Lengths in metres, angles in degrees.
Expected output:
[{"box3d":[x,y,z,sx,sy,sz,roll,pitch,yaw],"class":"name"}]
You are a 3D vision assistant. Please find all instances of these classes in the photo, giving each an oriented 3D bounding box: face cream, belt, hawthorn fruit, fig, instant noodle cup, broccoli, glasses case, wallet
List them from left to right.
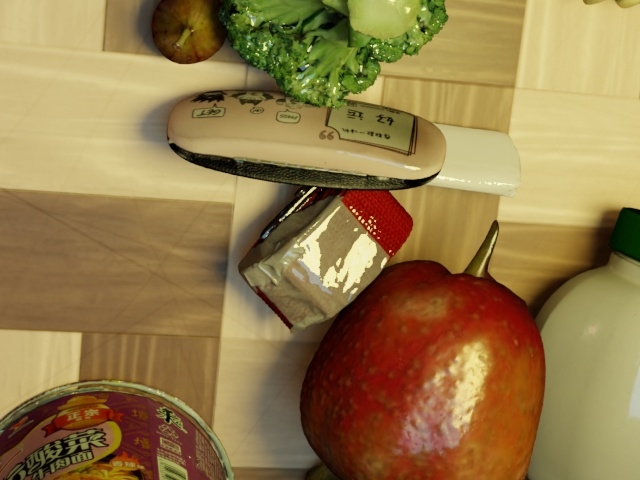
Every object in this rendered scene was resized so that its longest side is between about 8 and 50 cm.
[{"box3d":[-0.243,0.358,1.516,0.340,0.266,0.339,-3,105,-12],"class":"instant noodle cup"},{"box3d":[-0.143,-0.234,1.474,0.089,0.125,0.088,-2,105,-8],"class":"fig"},{"box3d":[-0.016,-0.114,1.503,0.315,0.122,0.075,7,127,3],"class":"glasses case"},{"box3d":[0.000,0.000,1.557,0.201,0.128,0.124,-45,107,-10],"class":"belt"},{"box3d":[0.028,-0.269,1.430,0.270,0.270,0.269,-6,112,-17],"class":"broccoli"},{"box3d":[0.137,0.148,1.551,0.285,0.285,0.368,18,91,-16],"class":"hawthorn fruit"},{"box3d":[0.151,-0.100,1.594,0.190,0.095,0.033,5,142,-15],"class":"wallet"},{"box3d":[0.407,0.158,1.634,0.313,0.219,0.356,18,99,-5],"class":"face cream"}]

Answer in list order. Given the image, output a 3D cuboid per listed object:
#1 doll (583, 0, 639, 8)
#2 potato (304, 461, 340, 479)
[{"box3d":[0.321,-0.406,1.531,0.208,0.144,0.271,7,106,-5],"class":"doll"},{"box3d":[0.068,0.355,1.683,0.164,0.081,0.200,-39,110,-3],"class":"potato"}]
